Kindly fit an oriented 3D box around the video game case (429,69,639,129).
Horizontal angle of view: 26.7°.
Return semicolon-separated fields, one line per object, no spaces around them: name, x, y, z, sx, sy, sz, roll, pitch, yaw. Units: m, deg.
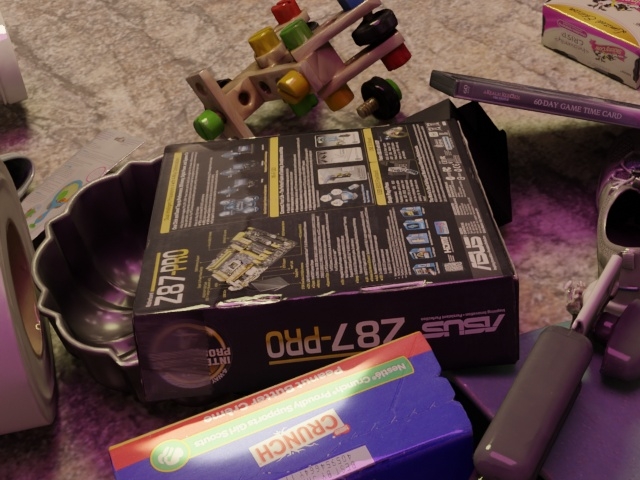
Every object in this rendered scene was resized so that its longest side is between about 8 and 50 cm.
video game case;0.275;-0.162;1.577;0.274;0.026;0.196;10;10;-5

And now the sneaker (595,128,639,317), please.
sneaker;0.360;-0.038;1.498;0.105;0.115;0.281;3;46;10

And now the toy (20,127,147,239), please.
toy;-0.309;-0.037;1.615;0.237;0.056;0.137;-40;28;-17

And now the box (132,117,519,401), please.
box;0.000;0.000;1.265;0.318;0.097;0.395;-4;25;-1

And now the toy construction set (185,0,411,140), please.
toy construction set;-0.052;-0.232;1.636;0.237;0.309;0.257;-37;44;-20

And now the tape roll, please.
tape roll;-0.348;0.060;1.377;0.100;0.286;0.286;-13;45;-5

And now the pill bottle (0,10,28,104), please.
pill bottle;-0.550;-0.196;1.728;0.323;0.181;0.181;-18;46;-11

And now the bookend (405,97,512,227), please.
bookend;0.151;-0.109;1.558;0.072;0.157;0.156;-24;40;26

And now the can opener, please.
can opener;0.200;0.109;1.063;0.093;0.074;0.280;24;43;21

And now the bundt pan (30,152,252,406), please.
bundt pan;-0.139;0.051;1.467;0.331;0.124;0.330;-3;44;3

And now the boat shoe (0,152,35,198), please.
boat shoe;-0.415;-0.052;1.595;0.081;0.079;0.227;-14;19;26

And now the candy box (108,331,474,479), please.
candy box;-0.009;0.257;1.108;0.268;0.317;0.122;-18;46;-11

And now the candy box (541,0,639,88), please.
candy box;0.427;-0.314;1.798;0.159;0.071;0.233;32;57;32

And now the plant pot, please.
plant pot;0.267;0.210;1.183;0.252;0.247;0.248;-24;47;-23
